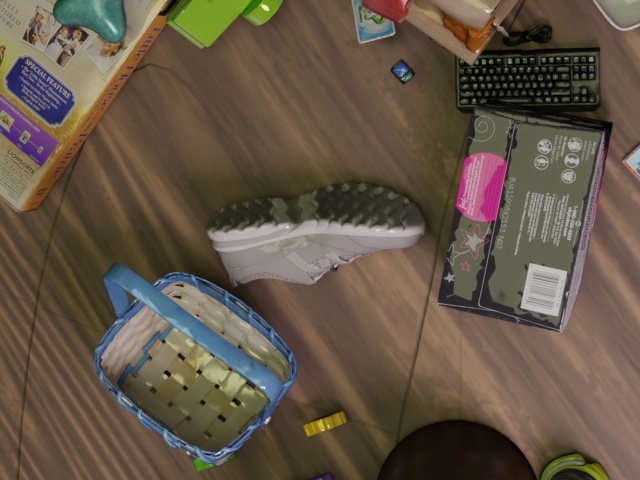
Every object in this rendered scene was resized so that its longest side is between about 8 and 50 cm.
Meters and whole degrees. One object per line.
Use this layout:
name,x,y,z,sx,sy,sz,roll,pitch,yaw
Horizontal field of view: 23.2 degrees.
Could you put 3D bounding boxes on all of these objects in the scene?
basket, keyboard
basket,-0.161,0.149,1.953,0.254,0.289,0.201,37,75,9
keyboard,0.257,-0.214,1.942,0.180,0.023,0.108,0,95,15

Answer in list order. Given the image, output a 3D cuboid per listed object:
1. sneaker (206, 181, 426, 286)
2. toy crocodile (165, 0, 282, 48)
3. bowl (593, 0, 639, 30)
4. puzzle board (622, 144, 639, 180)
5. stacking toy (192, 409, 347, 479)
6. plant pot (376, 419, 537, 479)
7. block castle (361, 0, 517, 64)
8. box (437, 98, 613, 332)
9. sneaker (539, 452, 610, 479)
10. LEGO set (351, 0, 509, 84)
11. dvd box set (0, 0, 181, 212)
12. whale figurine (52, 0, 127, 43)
sneaker,0.000,0.000,2.012,0.281,0.105,0.115,-4,124,14
toy crocodile,-0.070,-0.386,1.979,0.115,0.105,0.340,31,111,-25
bowl,0.385,-0.337,1.878,0.142,0.053,0.142,-32,85,16
puzzle board,0.448,-0.083,1.906,0.096,0.011,0.128,-44,82,15
stacking toy,-0.043,0.335,2.066,0.221,0.052,0.167,-20,88,18
plant pot,0.159,0.345,1.900,0.215,0.230,0.215,1,93,9
block castle,0.212,-0.444,1.759,0.213,0.303,0.453,35,90,4
box,0.252,-0.034,1.894,0.163,0.142,0.247,12,103,12
sneaker,0.350,0.415,1.922,0.111,0.121,0.300,-30,87,16
LEGO set,0.128,-0.320,1.957,0.182,0.060,0.244,-13,76,17
dvd box set,-0.390,-0.294,2.095,0.307,0.062,0.420,39,104,9
whale figurine,-0.265,-0.387,1.943,0.216,0.141,0.272,23,102,12
